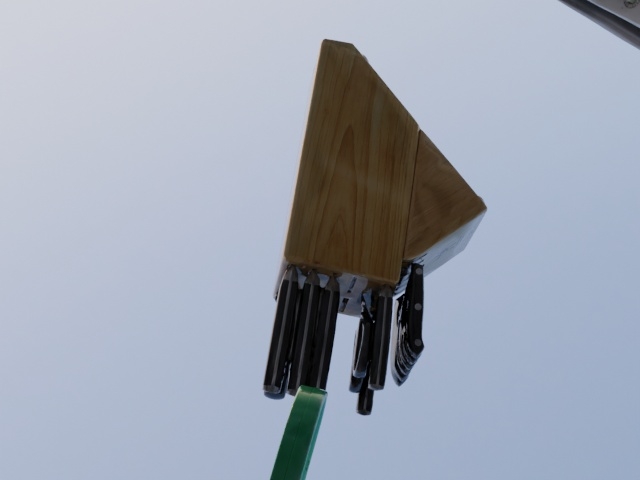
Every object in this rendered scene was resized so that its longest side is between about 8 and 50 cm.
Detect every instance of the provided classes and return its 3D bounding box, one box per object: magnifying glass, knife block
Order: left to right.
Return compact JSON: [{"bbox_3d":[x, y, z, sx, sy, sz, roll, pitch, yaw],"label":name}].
[{"bbox_3d":[-0.032,0.191,0.919,0.026,0.092,0.231,16,-129,4],"label":"magnifying glass"},{"bbox_3d":[0.000,0.000,1.214,0.242,0.088,0.275,-31,-106,-21],"label":"knife block"}]

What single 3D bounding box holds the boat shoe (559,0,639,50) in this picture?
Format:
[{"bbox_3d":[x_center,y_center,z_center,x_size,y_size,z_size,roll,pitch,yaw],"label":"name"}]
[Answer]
[{"bbox_3d":[0.186,-0.080,0.667,0.226,0.083,0.076,43,-87,22],"label":"boat shoe"}]
